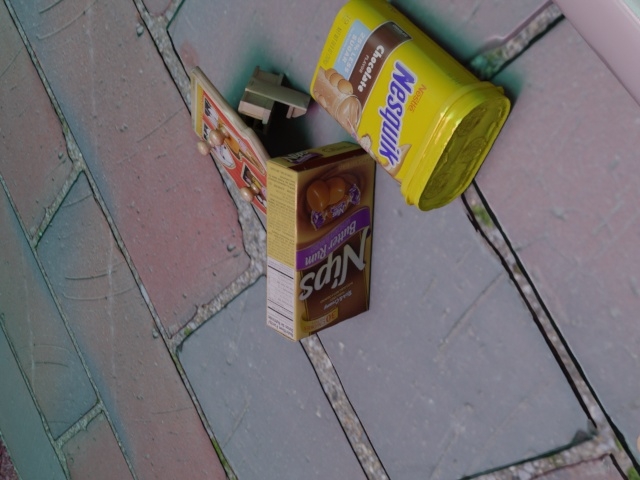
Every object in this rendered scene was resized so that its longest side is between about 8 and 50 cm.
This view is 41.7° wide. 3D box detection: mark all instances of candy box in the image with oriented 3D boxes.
[{"bbox_3d":[0.000,0.000,0.871,0.053,0.109,0.186,26,124,42],"label":"candy box"}]

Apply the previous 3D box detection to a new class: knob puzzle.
[{"bbox_3d":[-0.091,-0.080,0.943,0.213,0.030,0.213,48,164,18],"label":"knob puzzle"}]

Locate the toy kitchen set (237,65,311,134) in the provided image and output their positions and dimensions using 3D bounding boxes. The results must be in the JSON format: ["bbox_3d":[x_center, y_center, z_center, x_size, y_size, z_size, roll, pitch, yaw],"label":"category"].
[{"bbox_3d":[-0.054,-0.133,0.918,0.068,0.083,0.075,17,128,-3],"label":"toy kitchen set"}]

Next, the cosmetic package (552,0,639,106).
[{"bbox_3d":[0.209,-0.208,0.440,0.217,0.156,0.385,-35,76,14],"label":"cosmetic package"}]

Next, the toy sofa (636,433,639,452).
[{"bbox_3d":[0.373,0.187,0.479,0.362,0.150,0.177,56,144,18],"label":"toy sofa"}]

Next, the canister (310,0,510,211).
[{"bbox_3d":[0.074,-0.128,0.763,0.170,0.073,0.126,48,135,28],"label":"canister"}]
